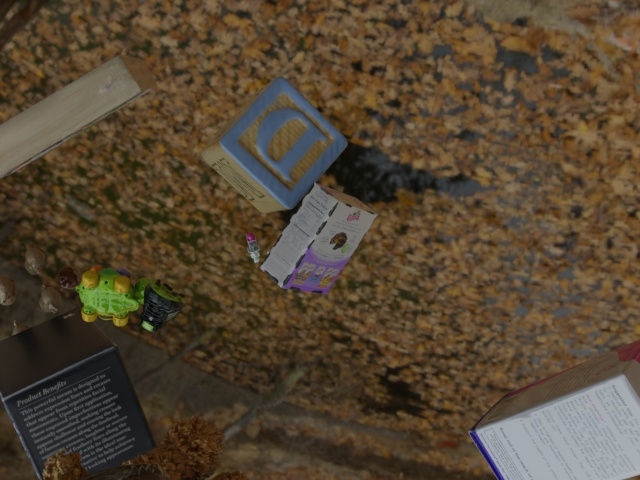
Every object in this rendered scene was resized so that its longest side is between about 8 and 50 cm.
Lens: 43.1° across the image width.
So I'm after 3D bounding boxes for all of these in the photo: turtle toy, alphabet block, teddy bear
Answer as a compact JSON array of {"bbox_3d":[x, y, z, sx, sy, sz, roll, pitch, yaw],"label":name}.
[{"bbox_3d":[-0.319,0.081,1.279,0.130,0.066,0.095,9,126,-7],"label":"turtle toy"},{"bbox_3d":[-0.096,-0.184,1.618,0.193,0.192,0.197,45,165,-13],"label":"alphabet block"},{"bbox_3d":[-0.237,0.353,0.973,0.337,0.245,0.113,-15,164,-13],"label":"teddy bear"}]

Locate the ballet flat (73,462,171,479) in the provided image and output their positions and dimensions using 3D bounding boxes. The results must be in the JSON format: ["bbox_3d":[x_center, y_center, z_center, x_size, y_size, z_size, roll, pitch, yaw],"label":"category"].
[{"bbox_3d":[-0.289,0.363,0.731,0.164,0.483,0.182,8,-159,-48],"label":"ballet flat"}]

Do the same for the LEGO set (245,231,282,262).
[{"bbox_3d":[-0.054,-0.008,2.167,0.287,0.132,0.107,-22,170,-4],"label":"LEGO set"}]

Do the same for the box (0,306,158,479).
[{"bbox_3d":[-0.455,0.373,1.563,0.293,0.212,0.396,19,129,61],"label":"box"}]

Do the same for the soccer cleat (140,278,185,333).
[{"bbox_3d":[-0.238,0.102,1.202,0.060,0.072,0.179,32,169,-2],"label":"soccer cleat"}]

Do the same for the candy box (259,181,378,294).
[{"bbox_3d":[0.000,0.000,1.550,0.070,0.196,0.165,39,-168,29],"label":"candy box"}]

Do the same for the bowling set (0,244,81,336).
[{"bbox_3d":[-0.629,0.084,1.787,0.287,0.199,0.154,63,157,1],"label":"bowling set"}]

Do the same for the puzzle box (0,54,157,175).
[{"bbox_3d":[-0.363,-0.164,1.128,0.052,0.272,0.409,59,179,-14],"label":"puzzle box"}]

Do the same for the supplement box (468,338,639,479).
[{"bbox_3d":[0.301,0.210,0.931,0.220,0.111,0.114,-37,82,43],"label":"supplement box"}]
